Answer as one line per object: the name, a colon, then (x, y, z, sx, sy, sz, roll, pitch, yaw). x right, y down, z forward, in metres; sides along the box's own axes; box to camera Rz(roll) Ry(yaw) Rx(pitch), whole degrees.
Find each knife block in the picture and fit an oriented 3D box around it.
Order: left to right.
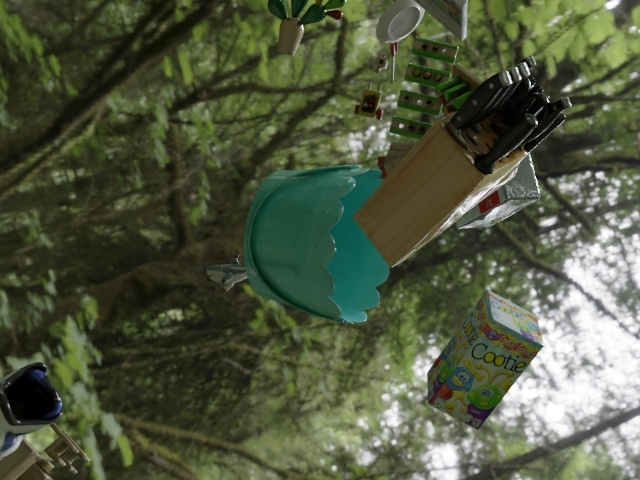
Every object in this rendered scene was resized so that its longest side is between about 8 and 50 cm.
knife block: (0.157, -0.092, 1.053, 0.088, 0.276, 0.242, 54, 5, 12)

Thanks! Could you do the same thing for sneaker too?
sneaker: (-0.515, 0.294, 1.513, 0.315, 0.182, 0.127, 100, -31, -80)

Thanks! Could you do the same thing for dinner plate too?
dinner plate: (0.192, -0.516, 2.106, 0.017, 0.141, 0.141, 55, -26, 27)

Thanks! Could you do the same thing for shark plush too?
shark plush: (-0.213, 0.066, 2.330, 0.067, 0.161, 0.073, 61, 0, 19)

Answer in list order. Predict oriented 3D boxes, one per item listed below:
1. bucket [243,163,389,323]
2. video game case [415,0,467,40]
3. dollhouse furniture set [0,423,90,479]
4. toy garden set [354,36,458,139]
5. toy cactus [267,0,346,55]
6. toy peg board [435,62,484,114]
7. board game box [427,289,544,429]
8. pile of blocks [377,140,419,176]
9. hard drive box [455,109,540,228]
bucket: (0.000, 0.000, 1.591, 0.183, 0.281, 0.281, 7, -60, 26)
video game case: (0.143, -0.292, 1.089, 0.087, 0.011, 0.122, 44, 2, 11)
dollhouse furniture set: (-0.662, 0.468, 1.941, 0.161, 0.212, 0.242, 39, -18, 23)
toy garden set: (0.204, -0.382, 2.180, 0.049, 0.204, 0.244, 22, 83, -79)
toy cactus: (-0.047, -0.462, 1.798, 0.219, 0.112, 0.180, 18, -81, 21)
toy peg board: (0.337, -0.302, 2.102, 0.161, 0.079, 0.160, 50, -22, 42)
board game box: (0.384, 0.282, 2.117, 0.275, 0.144, 0.142, -59, -172, 24)
pile of blocks: (0.188, -0.092, 1.902, 0.362, 0.113, 0.149, 35, 62, -63)
hard drive box: (0.340, -0.162, 1.847, 0.181, 0.089, 0.232, -38, -121, 58)
